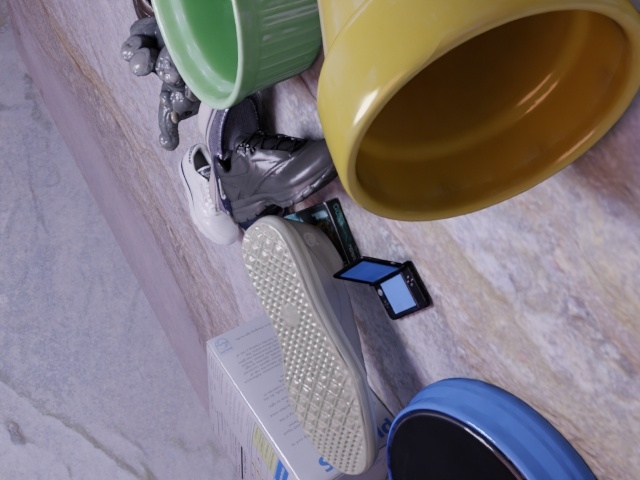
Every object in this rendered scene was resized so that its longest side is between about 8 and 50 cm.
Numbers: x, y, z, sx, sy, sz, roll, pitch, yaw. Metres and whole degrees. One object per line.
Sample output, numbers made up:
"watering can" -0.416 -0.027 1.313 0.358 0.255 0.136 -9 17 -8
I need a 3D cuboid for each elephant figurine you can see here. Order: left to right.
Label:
"elephant figurine" -0.259 -0.309 1.257 0.239 0.186 0.169 60 -152 -57

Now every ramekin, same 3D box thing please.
"ramekin" -0.123 -0.354 0.944 0.303 0.148 0.303 44 146 39

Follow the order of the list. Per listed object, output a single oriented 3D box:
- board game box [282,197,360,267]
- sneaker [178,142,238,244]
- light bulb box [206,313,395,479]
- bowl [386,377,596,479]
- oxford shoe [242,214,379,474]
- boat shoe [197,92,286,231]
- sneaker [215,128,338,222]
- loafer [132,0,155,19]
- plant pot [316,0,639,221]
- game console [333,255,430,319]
"board game box" 0.000 0.000 1.147 0.186 0.026 0.126 -12 101 64
"sneaker" -0.246 -0.101 1.474 0.095 0.090 0.235 -32 84 55
"light bulb box" -0.050 0.386 1.338 0.361 0.225 0.357 48 148 31
"bowl" 0.235 0.388 0.927 0.391 0.077 0.390 36 137 44
"oxford shoe" 0.008 0.164 1.085 0.169 0.130 0.448 -19 91 39
"boat shoe" -0.123 -0.133 1.186 0.158 0.127 0.340 47 157 22
"sneaker" -0.070 -0.116 1.016 0.286 0.109 0.130 -17 107 44
"loafer" -0.347 -0.541 1.315 0.078 0.080 0.219 15 130 47
"plant pot" 0.105 -0.182 0.576 0.254 0.254 0.238 109 148 -55
"game console" 0.089 0.074 0.987 0.107 0.071 0.122 64 155 6
